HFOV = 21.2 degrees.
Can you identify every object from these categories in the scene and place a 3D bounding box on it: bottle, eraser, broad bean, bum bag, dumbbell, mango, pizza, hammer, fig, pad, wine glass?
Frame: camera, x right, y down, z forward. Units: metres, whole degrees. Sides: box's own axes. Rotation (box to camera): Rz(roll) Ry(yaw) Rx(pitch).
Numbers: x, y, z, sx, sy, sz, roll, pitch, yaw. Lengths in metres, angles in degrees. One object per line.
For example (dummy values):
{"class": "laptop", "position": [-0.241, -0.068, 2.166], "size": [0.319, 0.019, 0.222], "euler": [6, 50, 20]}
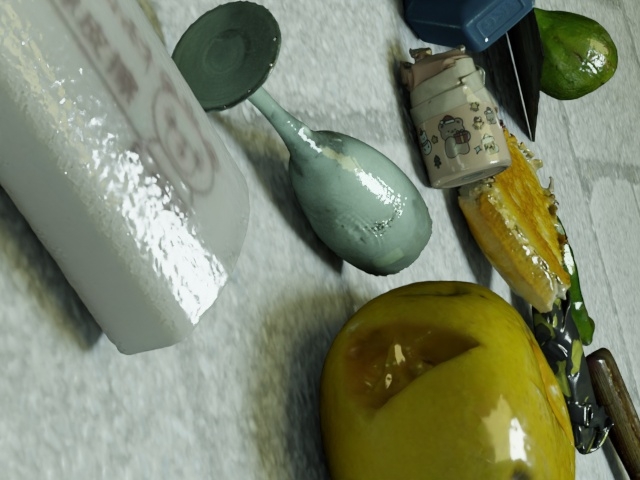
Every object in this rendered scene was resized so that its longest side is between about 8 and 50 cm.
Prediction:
{"class": "bottle", "position": [0.141, -0.137, 1.805], "size": [0.099, 0.099, 0.152], "euler": [5, 68, -67]}
{"class": "eraser", "position": [-0.148, -0.083, 1.079], "size": [0.270, 0.095, 0.174], "euler": [59, 29, -31]}
{"class": "broad bean", "position": [0.303, 0.059, 2.114], "size": [0.061, 0.046, 0.195], "euler": [-92, 161, -59]}
{"class": "bum bag", "position": [0.287, 0.145, 1.996], "size": [0.106, 0.060, 0.232], "euler": [-70, 141, -69]}
{"class": "dumbbell", "position": [0.109, -0.337, 1.797], "size": [0.316, 0.144, 0.156], "euler": [45, 36, -50]}
{"class": "mango", "position": [0.108, 0.146, 1.440], "size": [0.365, 0.182, 0.253], "euler": [-69, 136, -73]}
{"class": "pizza", "position": [0.219, -0.045, 1.959], "size": [0.189, 0.071, 0.297], "euler": [49, 25, -18]}
{"class": "hammer", "position": [0.418, 0.316, 2.186], "size": [0.408, 0.095, 0.242], "euler": [62, 24, -13]}
{"class": "fig", "position": [0.318, -0.266, 2.293], "size": [0.156, 0.123, 0.123], "euler": [51, 29, -20]}
{"class": "pad", "position": [0.239, -0.282, 2.093], "size": [0.367, 0.007, 0.247], "euler": [64, 14, -78]}
{"class": "wine glass", "position": [0.000, 0.000, 1.362], "size": [0.309, 0.096, 0.264], "euler": [46, 33, -51]}
